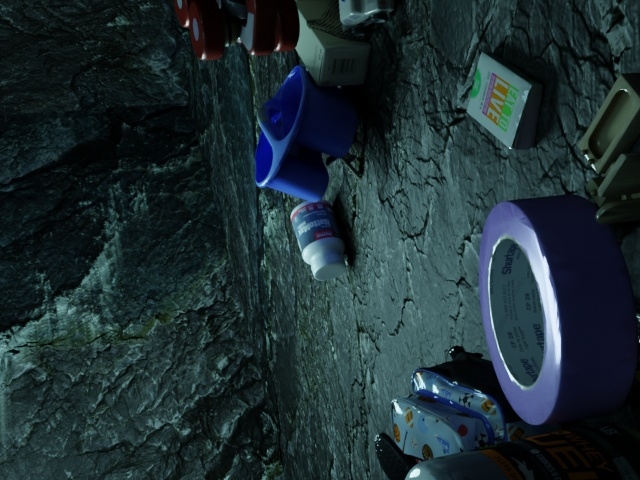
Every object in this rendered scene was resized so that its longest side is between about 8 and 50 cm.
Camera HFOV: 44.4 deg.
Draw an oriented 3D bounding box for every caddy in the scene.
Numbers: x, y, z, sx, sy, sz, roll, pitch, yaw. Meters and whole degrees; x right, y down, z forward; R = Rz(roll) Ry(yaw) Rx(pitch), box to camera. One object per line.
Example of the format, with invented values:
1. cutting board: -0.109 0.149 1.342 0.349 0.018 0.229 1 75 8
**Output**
1. caddy: -0.055 -0.236 1.692 0.241 0.179 0.341 -60 18 24

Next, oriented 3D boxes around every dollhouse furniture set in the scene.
1. dollhouse furniture set: 0.313 -0.098 0.852 0.144 0.123 0.151 105 152 -50
2. dollhouse furniture set: 0.074 -0.189 1.758 0.081 0.091 0.114 47 -159 -20

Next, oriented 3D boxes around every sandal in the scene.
1. sandal: 0.143 0.335 1.082 0.179 0.040 0.067 44 145 23

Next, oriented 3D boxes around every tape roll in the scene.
1. tape roll: 0.280 0.083 0.964 0.275 0.090 0.274 174 90 -83

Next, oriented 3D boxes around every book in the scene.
1. book: 0.264 -0.203 1.127 0.144 0.035 0.096 -121 33 -55

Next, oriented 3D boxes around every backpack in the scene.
1. backpack: 0.237 0.321 1.153 0.276 0.213 0.263 15 122 68

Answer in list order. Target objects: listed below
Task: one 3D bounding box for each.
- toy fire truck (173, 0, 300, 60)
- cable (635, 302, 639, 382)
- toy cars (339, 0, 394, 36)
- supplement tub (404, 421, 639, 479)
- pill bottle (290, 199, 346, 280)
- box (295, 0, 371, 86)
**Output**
1. toy fire truck: -0.141 -0.453 1.292 0.302 0.169 0.253 -120 26 -44
2. cable: 0.354 0.104 0.886 0.287 0.072 0.139 -123 27 -53
3. toy cars: 0.036 -0.530 1.586 0.393 0.087 0.176 -115 31 -44
4. supplement tub: 0.262 0.311 0.860 0.193 0.316 0.193 173 90 -72
5. pill bottle: 0.000 0.000 1.898 0.108 0.108 0.180 109 148 -54
6. box: 0.009 -0.442 1.693 0.275 0.113 0.094 -117 27 -44
